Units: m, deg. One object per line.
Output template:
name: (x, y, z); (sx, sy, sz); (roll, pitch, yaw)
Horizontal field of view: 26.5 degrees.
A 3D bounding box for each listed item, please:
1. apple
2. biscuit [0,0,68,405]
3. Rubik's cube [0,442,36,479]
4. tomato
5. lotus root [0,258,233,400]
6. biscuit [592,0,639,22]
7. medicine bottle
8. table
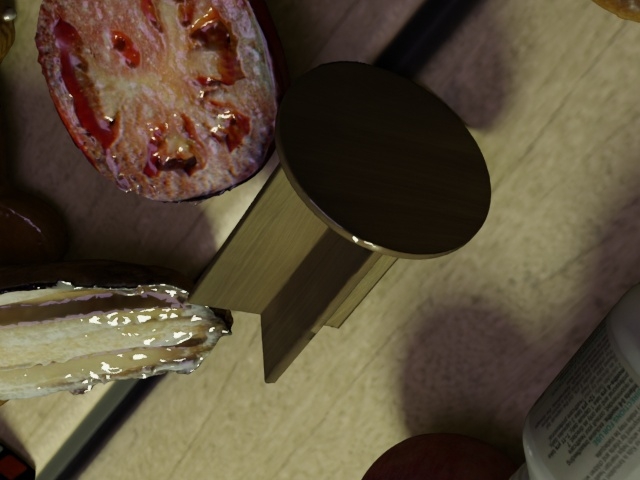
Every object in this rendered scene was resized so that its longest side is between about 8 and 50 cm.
apple: (0.102, 0.223, 1.075); (0.153, 0.120, 0.153); (14, 123, 22)
biscuit: (-0.366, -0.034, 1.289); (0.283, 0.064, 0.432); (1, 115, 22)
Rubik's cube: (-0.434, 0.291, 1.415); (0.187, 0.182, 0.184); (33, 125, 15)
tomato: (-0.110, -0.141, 1.060); (0.225, 0.085, 0.225); (12, 116, 25)
lotus root: (-0.239, 0.064, 1.216); (0.329, 0.078, 0.167); (-7, 140, 12)
biscuit: (0.220, -0.237, 0.827); (0.226, 0.042, 0.226); (15, 121, 27)
medicine bottle: (0.213, 0.140, 0.939); (0.135, 0.135, 0.215); (39, 120, 12)
table: (0.000, 0.000, 1.025); (0.167, 0.167, 0.226); (45, 138, 7)
